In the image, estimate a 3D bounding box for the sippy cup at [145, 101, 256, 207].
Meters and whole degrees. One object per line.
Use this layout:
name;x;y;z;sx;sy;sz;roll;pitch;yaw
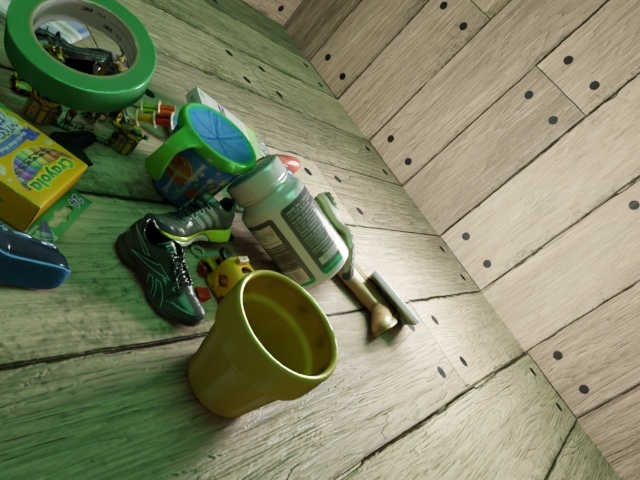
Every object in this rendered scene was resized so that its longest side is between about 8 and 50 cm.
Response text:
sippy cup;-0.331;-0.212;1.379;0.305;0.224;0.240;24;34;-40

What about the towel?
towel;-0.818;-0.650;1.479;0.209;0.034;0.285;39;25;-18

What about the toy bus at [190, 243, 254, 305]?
toy bus;-0.219;0.082;1.266;0.202;0.104;0.191;34;27;-27

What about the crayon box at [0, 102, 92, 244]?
crayon box;-0.616;-0.152;1.004;0.323;0.083;0.203;39;26;-19

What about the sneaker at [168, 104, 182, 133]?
sneaker;-0.465;-0.374;1.606;0.094;0.080;0.212;22;26;-20

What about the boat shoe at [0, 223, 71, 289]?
boat shoe;-0.557;0.018;0.854;0.089;0.109;0.258;56;9;34

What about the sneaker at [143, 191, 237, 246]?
sneaker;-0.320;-0.063;1.273;0.111;0.121;0.300;29;15;20

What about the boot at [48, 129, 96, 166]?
boot;-0.573;-0.214;1.209;0.099;0.045;0.121;52;32;15

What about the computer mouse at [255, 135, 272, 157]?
computer mouse;-0.214;-0.317;1.948;0.193;0.042;0.106;54;29;1

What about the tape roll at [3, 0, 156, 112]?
tape roll;-0.558;-0.457;1.201;0.321;0.077;0.321;17;56;-27

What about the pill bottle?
pill bottle;-0.093;-0.051;1.458;0.361;0.204;0.204;55;21;-20

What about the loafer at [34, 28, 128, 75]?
loafer;-0.662;-0.481;1.406;0.302;0.109;0.095;10;50;-42

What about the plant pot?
plant pot;-0.134;0.228;1.025;0.254;0.239;0.254;37;26;-22

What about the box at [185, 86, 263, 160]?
box;-0.309;-0.350;1.733;0.322;0.058;0.232;30;33;-55

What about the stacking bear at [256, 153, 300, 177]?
stacking bear;-0.128;-0.125;1.674;0.164;0.175;0.289;17;45;-51

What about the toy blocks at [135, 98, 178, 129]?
toy blocks;-0.468;-0.377;1.524;0.148;0.054;0.123;4;38;-8

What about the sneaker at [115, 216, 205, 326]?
sneaker;-0.335;0.069;1.102;0.267;0.106;0.101;50;23;2

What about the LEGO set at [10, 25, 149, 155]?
LEGO set;-0.573;-0.389;1.291;0.331;0.192;0.255;24;33;-40

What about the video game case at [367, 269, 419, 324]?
video game case;0.252;0.208;1.807;0.227;0.026;0.206;51;-7;7

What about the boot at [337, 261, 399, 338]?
boot;0.145;0.189;1.724;0.269;0.089;0.236;51;12;5

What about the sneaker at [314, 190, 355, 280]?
sneaker;0.000;0.000;1.712;0.410;0.182;0.158;-115;-165;-48
